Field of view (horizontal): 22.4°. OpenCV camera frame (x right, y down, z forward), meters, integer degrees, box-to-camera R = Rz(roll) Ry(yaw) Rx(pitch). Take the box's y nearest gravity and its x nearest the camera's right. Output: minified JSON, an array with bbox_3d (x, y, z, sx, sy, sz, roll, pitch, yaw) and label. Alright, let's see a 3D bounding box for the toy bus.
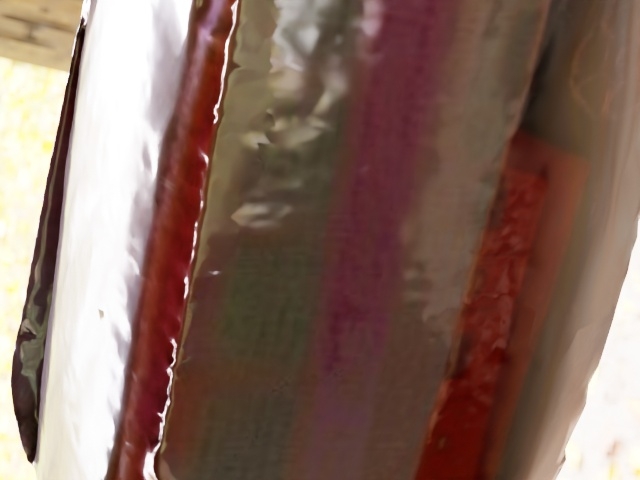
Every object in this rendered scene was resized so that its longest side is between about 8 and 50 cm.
[{"bbox_3d":[0.000,0.000,0.477,0.127,0.147,0.302,53,136,50],"label":"toy bus"}]
